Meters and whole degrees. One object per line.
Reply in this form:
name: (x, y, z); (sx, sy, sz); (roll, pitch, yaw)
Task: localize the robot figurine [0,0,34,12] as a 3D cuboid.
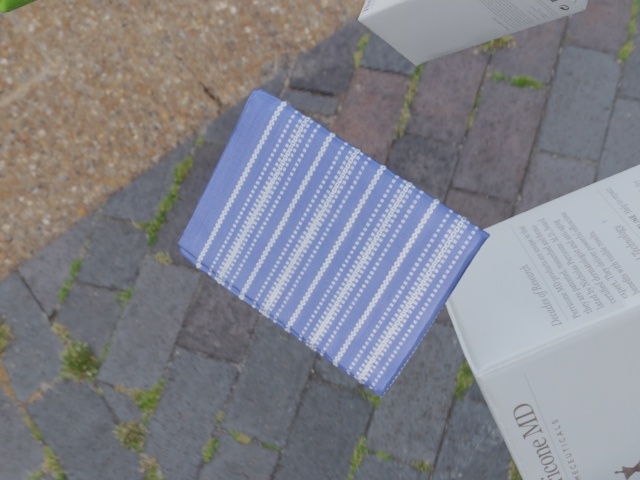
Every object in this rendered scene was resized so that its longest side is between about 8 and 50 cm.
robot figurine: (-0.317, -0.283, 0.891); (0.115, 0.101, 0.067); (-35, 102, -27)

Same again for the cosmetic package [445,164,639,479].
cosmetic package: (0.425, 0.144, 1.289); (0.394, 0.329, 0.327); (-24, 29, 7)

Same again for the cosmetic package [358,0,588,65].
cosmetic package: (0.248, -0.425, 1.326); (0.366, 0.155, 0.196); (-6, 60, 54)

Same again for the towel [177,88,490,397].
towel: (0.000, 0.000, 1.014); (0.336, 0.040, 0.243); (35, 110, 16)
